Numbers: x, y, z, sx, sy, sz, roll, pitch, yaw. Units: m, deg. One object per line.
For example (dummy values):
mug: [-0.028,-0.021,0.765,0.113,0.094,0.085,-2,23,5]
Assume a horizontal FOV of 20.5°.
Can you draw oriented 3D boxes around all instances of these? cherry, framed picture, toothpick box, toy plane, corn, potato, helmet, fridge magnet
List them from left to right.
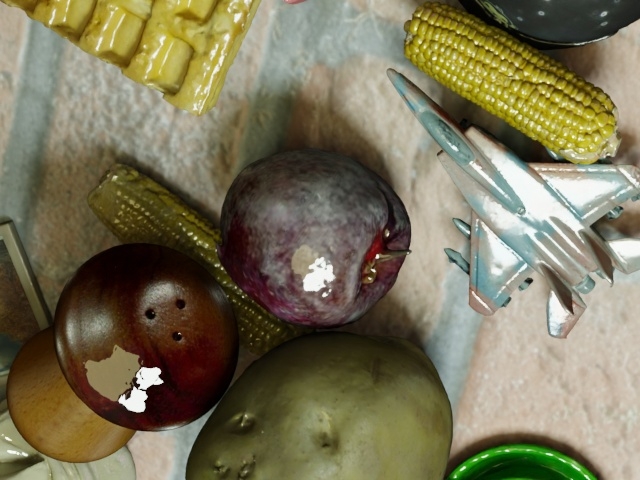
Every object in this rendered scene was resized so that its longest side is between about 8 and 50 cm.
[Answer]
framed picture: [-0.422,0.091,1.971,0.250,0.016,0.184,-14,107,16]
toothpick box: [-0.210,0.125,1.805,0.192,0.192,0.294,44,144,-7]
corn: [-0.121,0.028,1.852,0.288,0.086,0.086,39,113,-2]
cherry: [-0.007,-0.006,1.764,0.195,0.195,0.195,4,111,10]
potato: [0.009,0.208,1.767,0.221,0.326,0.243,32,119,27]
toy plane: [0.182,-0.055,1.751,0.223,0.104,0.326,-41,94,21]
corn: [0.183,-0.151,1.680,0.238,0.080,0.080,33,113,5]
fridge magnet: [0.216,0.318,1.888,0.208,0.088,0.208,2,101,11]
helmet: [0.227,-0.283,1.623,0.230,0.160,0.279,40,114,-7]

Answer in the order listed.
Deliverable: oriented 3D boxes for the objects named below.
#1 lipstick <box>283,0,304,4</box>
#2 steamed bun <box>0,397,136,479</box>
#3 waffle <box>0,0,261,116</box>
lipstick: [-0.109,-0.353,1.722,0.051,0.051,0.312,-32,102,20]
steamed bun: [-0.332,0.279,1.955,0.218,0.144,0.211,39,112,-6]
waffle: [-0.187,-0.257,1.742,0.274,0.057,0.168,30,113,14]
